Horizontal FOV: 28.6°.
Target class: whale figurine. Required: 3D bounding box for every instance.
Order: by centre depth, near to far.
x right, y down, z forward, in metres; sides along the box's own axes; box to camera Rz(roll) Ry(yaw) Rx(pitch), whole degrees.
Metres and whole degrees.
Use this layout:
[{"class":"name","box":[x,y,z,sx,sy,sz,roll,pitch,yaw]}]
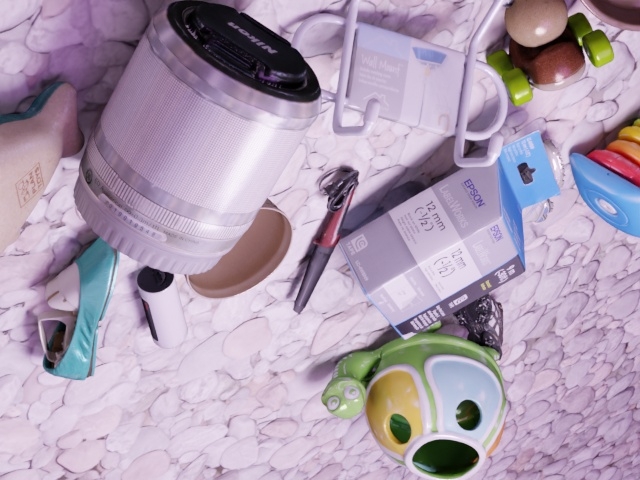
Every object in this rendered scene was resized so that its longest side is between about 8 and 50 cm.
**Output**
[{"class":"whale figurine","box":[-0.387,-0.084,1.416,0.272,0.141,0.216,-47,153,-33]}]

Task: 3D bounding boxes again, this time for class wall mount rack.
[{"class":"wall mount rack","box":[0.145,-0.263,1.630,0.350,0.130,0.304,11,85,-30]}]

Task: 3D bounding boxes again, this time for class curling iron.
[{"class":"curling iron","box":[0.000,0.000,1.902,0.068,0.035,0.274,-11,136,-36]}]

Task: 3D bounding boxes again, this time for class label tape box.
[{"class":"label tape box","box":[0.228,-0.001,1.966,0.347,0.115,0.249,-28,154,6]}]

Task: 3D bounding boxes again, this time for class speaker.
[{"class":"speaker","box":[-0.225,0.093,1.792,0.055,0.055,0.136,-26,143,-17]}]

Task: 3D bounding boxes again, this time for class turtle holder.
[{"class":"turtle holder","box":[0.182,0.277,2.173,0.243,0.227,0.320,-32,125,21]}]

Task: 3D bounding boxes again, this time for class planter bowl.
[{"class":"planter bowl","box":[-0.133,-0.014,1.706,0.162,0.109,0.162,-23,141,-20]}]

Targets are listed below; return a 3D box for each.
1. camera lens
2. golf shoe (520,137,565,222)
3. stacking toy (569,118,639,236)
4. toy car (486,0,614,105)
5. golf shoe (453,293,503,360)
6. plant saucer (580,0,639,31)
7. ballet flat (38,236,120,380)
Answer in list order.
[{"class":"camera lens","box":[-0.144,-0.126,1.476,0.219,0.219,0.274,7,125,-45]},{"class":"golf shoe","box":[0.351,-0.090,2.089,0.086,0.069,0.176,-15,138,-21]},{"class":"stacking toy","box":[0.584,-0.167,2.161,0.302,0.175,0.166,-49,146,-9]},{"class":"toy car","box":[0.301,-0.314,1.769,0.155,0.149,0.188,-26,120,3]},{"class":"golf shoe","box":[0.288,0.126,2.277,0.094,0.077,0.198,-63,146,-48]},{"class":"plant saucer","box":[0.456,-0.421,1.706,0.277,0.041,0.278,-8,120,-14]},{"class":"ballet flat","box":[-0.331,0.095,1.683,0.087,0.083,0.247,1,129,-24]}]
